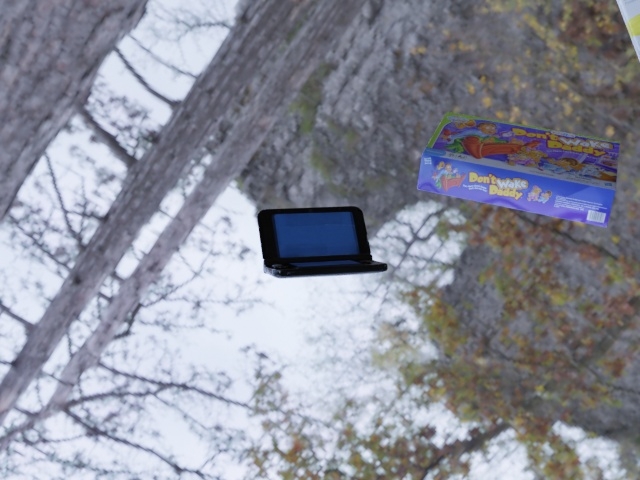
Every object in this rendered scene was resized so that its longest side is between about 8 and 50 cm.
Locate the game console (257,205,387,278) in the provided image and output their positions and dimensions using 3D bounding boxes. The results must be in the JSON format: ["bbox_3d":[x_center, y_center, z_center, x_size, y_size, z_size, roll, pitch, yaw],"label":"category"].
[{"bbox_3d":[0.000,0.000,0.955,0.122,0.071,0.107,-3,-177,-12],"label":"game console"}]

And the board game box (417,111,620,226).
[{"bbox_3d":[0.382,-0.143,1.701,0.347,0.078,0.233,12,-149,14],"label":"board game box"}]

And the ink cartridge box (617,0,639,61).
[{"bbox_3d":[0.700,-0.462,1.788,0.384,0.160,0.279,62,-152,-17],"label":"ink cartridge box"}]
